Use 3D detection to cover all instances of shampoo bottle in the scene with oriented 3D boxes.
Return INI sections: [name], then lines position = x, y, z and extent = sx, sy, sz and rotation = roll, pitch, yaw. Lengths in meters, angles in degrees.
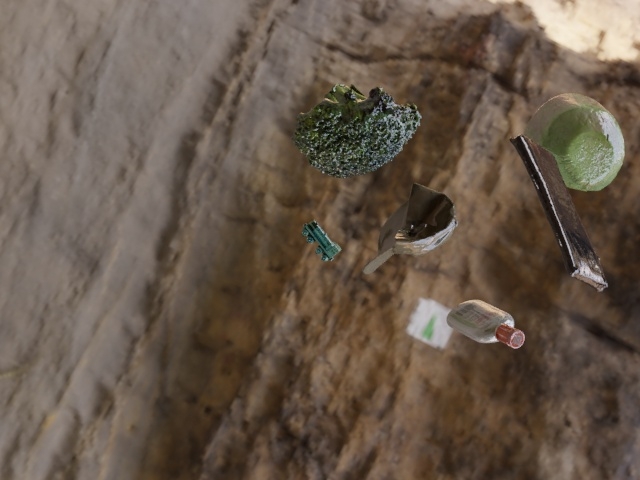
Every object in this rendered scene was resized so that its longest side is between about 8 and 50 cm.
[shampoo bottle]
position = 0.381, 0.192, 2.263
extent = 0.108, 0.051, 0.221
rotation = -23, -159, -19

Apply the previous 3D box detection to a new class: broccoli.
[broccoli]
position = 0.070, -0.210, 1.855
extent = 0.226, 0.176, 0.198
rotation = -50, 170, -19

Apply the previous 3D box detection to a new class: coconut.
[coconut]
position = 0.575, -0.224, 2.262
extent = 0.236, 0.235, 0.205
rotation = -52, 155, -70

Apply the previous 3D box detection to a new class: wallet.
[wallet]
position = 0.412, -0.051, 1.719
extent = 0.030, 0.285, 0.146
rotation = -32, 150, 30

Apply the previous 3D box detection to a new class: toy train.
[toy train]
position = 0.000, 0.000, 1.987
extent = 0.045, 0.092, 0.029
rotation = -39, 178, 37

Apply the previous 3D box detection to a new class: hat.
[hat]
position = 0.171, 0.005, 1.880
extent = 0.173, 0.144, 0.166
rotation = 100, 11, -47
